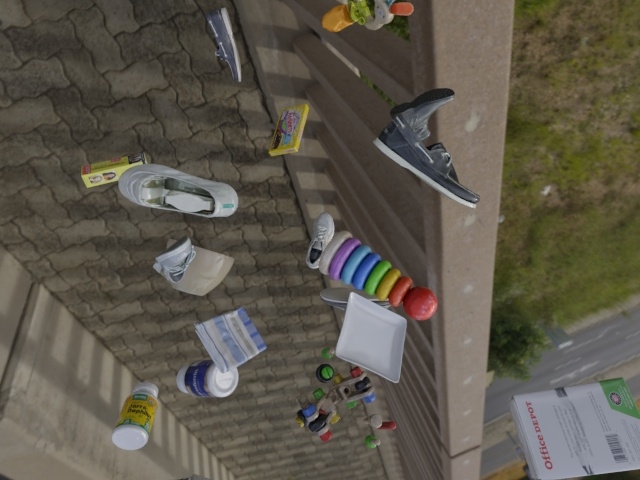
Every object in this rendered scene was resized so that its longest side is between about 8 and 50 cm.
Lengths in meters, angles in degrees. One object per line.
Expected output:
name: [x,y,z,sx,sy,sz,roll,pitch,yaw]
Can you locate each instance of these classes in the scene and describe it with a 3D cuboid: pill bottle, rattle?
pill bottle: [-0.644,0.611,1.458,0.118,0.208,0.117,-2,119,-4]
rattle: [0.113,-0.580,1.040,0.143,0.199,0.130,-18,135,-24]
pill bottle: [-0.491,0.591,1.772,0.265,0.153,0.153,-16,142,37]

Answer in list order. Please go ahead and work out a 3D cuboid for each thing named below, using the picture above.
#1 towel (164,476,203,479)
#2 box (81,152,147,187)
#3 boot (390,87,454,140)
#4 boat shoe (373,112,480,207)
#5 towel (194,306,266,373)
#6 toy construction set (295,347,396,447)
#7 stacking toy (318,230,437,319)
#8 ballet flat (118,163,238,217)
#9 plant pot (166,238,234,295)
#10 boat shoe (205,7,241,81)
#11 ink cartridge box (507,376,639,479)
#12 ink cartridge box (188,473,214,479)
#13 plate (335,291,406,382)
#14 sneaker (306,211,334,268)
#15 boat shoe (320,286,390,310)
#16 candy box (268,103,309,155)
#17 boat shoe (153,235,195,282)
towel: [-0.491,0.977,1.452,0.235,0.121,0.283,-11,104,7]
box: [-0.791,-0.275,1.599,0.233,0.087,0.058,-17,132,-15]
boot: [0.394,-0.464,1.565,0.247,0.083,0.161,-19,133,15]
boat shoe: [0.211,-0.141,0.765,0.233,0.084,0.079,35,104,-9]
towel: [-0.332,0.368,1.569,0.034,0.209,0.285,-39,168,23]
toy construction set: [0.060,0.555,1.364,0.309,0.257,0.237,34,148,-5]
stacking toy: [0.162,0.110,1.129,0.141,0.330,0.141,-49,160,-24]
ballet flat: [-0.442,-0.142,1.206,0.401,0.139,0.139,11,130,10]
plant pot: [-0.527,0.124,1.736,0.284,0.284,0.190,22,81,-34]
boat shoe: [-0.283,-0.572,1.224,0.065,0.075,0.206,-10,132,-1]
ink cartridge box: [0.517,0.381,0.833,0.220,0.160,0.092,-12,150,8]
ink cartridge box: [-0.289,0.834,1.200,0.273,0.196,0.114,22,158,-7]
plate: [0.196,0.374,1.594,0.278,0.277,0.045,27,141,-12]
sneaker: [0.000,0.000,1.847,0.099,0.121,0.262,12,89,3]
boat shoe: [0.156,0.261,1.733,0.336,0.112,0.095,2,117,-18]
candy box: [-0.108,-0.384,1.429,0.105,0.205,0.027,-3,149,24]
boat shoe: [-0.468,0.071,1.348,0.103,0.118,0.320,51,147,-7]
